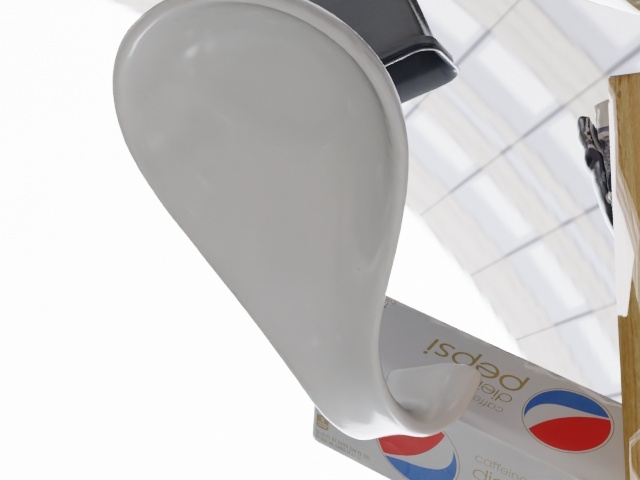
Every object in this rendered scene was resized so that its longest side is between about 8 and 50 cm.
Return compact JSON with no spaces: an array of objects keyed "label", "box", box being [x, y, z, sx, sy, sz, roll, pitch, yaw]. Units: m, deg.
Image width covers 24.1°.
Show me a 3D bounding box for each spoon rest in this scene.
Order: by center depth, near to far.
[{"label":"spoon rest","box":[0.000,0.000,0.702,0.276,0.137,0.084,61,-146,-34]}]

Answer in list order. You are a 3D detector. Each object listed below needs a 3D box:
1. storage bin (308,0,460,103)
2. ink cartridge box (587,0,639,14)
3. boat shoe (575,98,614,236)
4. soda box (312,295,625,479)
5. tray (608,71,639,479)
[{"label":"storage bin","box":[0.025,-0.154,1.177,0.135,0.098,0.091,-24,-109,17]},{"label":"ink cartridge box","box":[0.251,-0.351,1.408,0.193,0.088,0.234,23,-86,36]},{"label":"boat shoe","box":[0.373,-0.061,1.156,0.341,0.127,0.158,-18,-117,27]},{"label":"soda box","box":[0.101,0.113,0.837,0.216,0.073,0.069,25,-138,25]},{"label":"tray","box":[0.253,0.120,0.728,0.203,0.076,0.410,-5,-86,-22]}]
